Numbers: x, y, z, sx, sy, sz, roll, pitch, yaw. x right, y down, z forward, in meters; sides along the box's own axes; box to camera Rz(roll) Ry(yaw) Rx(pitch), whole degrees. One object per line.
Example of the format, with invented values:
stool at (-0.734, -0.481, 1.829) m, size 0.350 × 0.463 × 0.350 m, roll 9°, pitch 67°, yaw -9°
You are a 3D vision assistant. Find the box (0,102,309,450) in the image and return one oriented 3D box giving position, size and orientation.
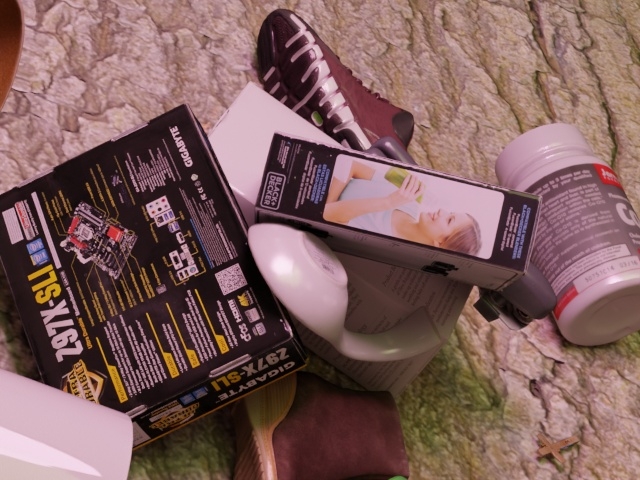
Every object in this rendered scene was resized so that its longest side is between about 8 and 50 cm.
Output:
box at (-0.191, 0.042, 1.598) m, size 0.257 × 0.079 × 0.322 m, roll -27°, pitch 61°, yaw 2°

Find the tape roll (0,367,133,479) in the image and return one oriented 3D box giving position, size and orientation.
tape roll at (-0.288, 0.240, 1.329) m, size 0.169 × 0.246 × 0.246 m, roll 23°, pitch 43°, yaw -15°

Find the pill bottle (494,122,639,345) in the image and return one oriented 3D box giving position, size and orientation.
pill bottle at (0.353, -0.013, 2.064) m, size 0.161 × 0.161 × 0.283 m, roll 3°, pitch 51°, yaw -32°

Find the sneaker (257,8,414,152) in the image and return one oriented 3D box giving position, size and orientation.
sneaker at (0.031, -0.196, 2.077) m, size 0.162 × 0.106 × 0.281 m, roll -14°, pitch 71°, yaw -47°

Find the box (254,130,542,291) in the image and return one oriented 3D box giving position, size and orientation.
box at (0.078, -0.027, 1.622) m, size 0.290 × 0.169 × 0.087 m, roll 14°, pitch 81°, yaw 1°

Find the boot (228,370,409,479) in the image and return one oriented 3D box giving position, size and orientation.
boot at (0.009, 0.243, 1.643) m, size 0.207 × 0.090 × 0.248 m, roll 12°, pitch 43°, yaw -22°

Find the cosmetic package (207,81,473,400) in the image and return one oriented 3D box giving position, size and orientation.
cosmetic package at (0.000, 0.000, 1.817) m, size 0.365 × 0.155 × 0.197 m, roll 35°, pitch 41°, yaw -1°

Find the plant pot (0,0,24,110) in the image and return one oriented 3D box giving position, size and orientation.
plant pot at (-0.497, -0.218, 1.658) m, size 0.254 × 0.237 × 0.237 m, roll 25°, pitch 40°, yaw 11°

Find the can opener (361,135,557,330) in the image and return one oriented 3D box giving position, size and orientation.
can opener at (0.163, -0.015, 1.754) m, size 0.283 × 0.095 × 0.076 m, roll 48°, pitch 40°, yaw 1°

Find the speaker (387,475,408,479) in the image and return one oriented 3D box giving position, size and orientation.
speaker at (0.134, 0.393, 1.564) m, size 0.131 × 0.131 × 0.296 m, roll -22°, pitch 66°, yaw -44°

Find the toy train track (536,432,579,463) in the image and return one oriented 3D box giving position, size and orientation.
toy train track at (0.295, 0.259, 1.884) m, size 0.083 × 0.014 × 0.048 m, roll -11°, pitch 51°, yaw -47°

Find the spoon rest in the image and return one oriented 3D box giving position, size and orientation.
spoon rest at (0.015, 0.067, 1.602) m, size 0.276 × 0.084 × 0.137 m, roll 31°, pitch 26°, yaw -42°
